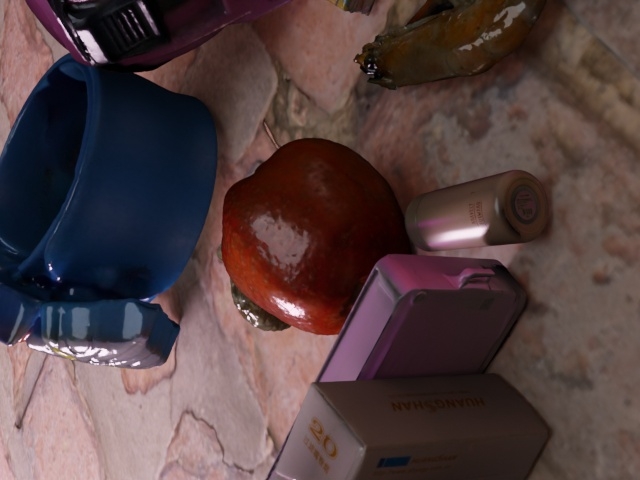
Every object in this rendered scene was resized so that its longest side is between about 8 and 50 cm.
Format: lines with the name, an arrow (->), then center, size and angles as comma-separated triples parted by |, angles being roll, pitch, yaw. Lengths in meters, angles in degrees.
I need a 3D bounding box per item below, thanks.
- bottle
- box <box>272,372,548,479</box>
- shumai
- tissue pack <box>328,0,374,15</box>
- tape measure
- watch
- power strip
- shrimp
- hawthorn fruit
bottle -> 0.097, -0.016, 0.655 | 0.096, 0.045, 0.045 | -10, 78, 54
box -> 0.029, 0.194, 0.637 | 0.067, 0.149, 0.233 | 44, 121, 43
shumai -> -0.056, 0.026, 0.831 | 0.080, 0.083, 0.082 | 16, 61, 34
tissue pack -> 0.027, -0.221, 0.783 | 0.063, 0.035, 0.083 | 45, 120, 47
tape measure -> -0.147, -0.266, 0.880 | 0.245, 0.149, 0.231 | -30, 52, -2
watch -> -0.207, -0.029, 0.944 | 0.305, 0.241, 0.274 | 15, 85, 54
power strip -> 0.035, 0.121, 0.671 | 0.037, 0.109, 0.279 | 51, 126, 40
shrimp -> 0.086, -0.145, 0.694 | 0.190, 0.042, 0.101 | -16, 53, 53
hawthorn fruit -> 0.000, 0.000, 0.716 | 0.138, 0.133, 0.133 | 41, 119, 38
